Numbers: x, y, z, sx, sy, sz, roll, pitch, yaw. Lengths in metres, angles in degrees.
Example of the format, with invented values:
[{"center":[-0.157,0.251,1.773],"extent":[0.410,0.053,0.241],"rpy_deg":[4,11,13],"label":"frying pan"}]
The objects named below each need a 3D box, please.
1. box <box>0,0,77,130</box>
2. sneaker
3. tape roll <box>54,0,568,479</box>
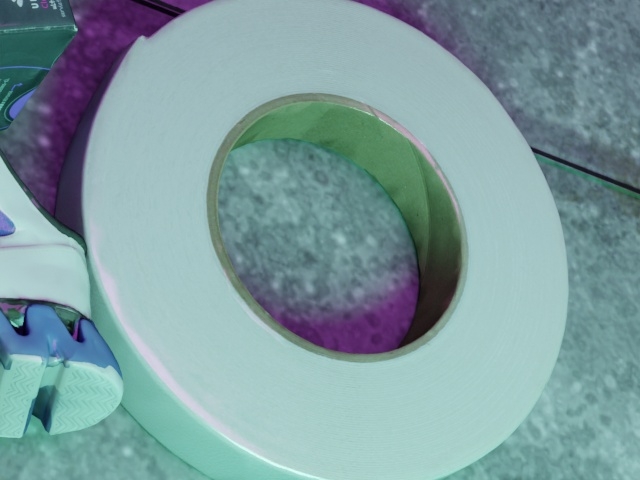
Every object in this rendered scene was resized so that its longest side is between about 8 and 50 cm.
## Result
[{"center":[-0.318,-0.152,1.127],"extent":[0.270,0.165,0.143],"rpy_deg":[-9,73,-30],"label":"box"},{"center":[-0.282,0.016,1.111],"extent":[0.315,0.127,0.182],"rpy_deg":[8,52,-19],"label":"sneaker"},{"center":[0.000,0.000,1.283],"extent":[0.392,0.072,0.392],"rpy_deg":[11,65,-24],"label":"tape roll"}]
